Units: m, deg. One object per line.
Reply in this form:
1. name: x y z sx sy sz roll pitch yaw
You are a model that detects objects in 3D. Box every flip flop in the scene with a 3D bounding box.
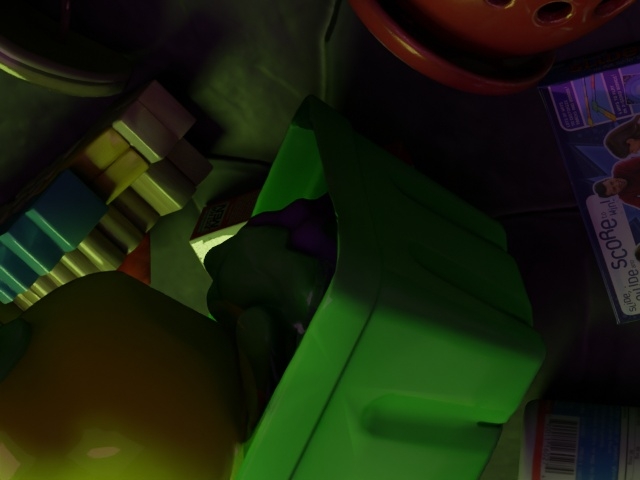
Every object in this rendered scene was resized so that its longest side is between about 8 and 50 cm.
1. flip flop: -0.235 -0.197 1.121 0.277 0.112 0.080 42 105 -9

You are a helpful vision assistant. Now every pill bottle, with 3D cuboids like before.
1. pill bottle: 0.259 0.188 1.241 0.222 0.124 0.124 5 122 8

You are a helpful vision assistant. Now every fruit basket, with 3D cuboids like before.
1. fruit basket: -0.082 0.102 1.083 0.392 0.283 0.392 -2 121 -4

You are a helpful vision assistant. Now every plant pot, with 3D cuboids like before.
1. plant pot: 0.112 -0.199 0.998 0.191 0.191 0.174 34 131 -11

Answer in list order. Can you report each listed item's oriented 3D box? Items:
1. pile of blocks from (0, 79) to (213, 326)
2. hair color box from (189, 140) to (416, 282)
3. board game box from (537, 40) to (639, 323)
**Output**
1. pile of blocks: -0.208 0.034 1.223 0.362 0.149 0.112 -38 108 28
2. hair color box: 0.000 0.000 1.218 0.167 0.053 0.093 -18 117 22
3. board game box: 0.245 -0.044 1.152 0.136 0.035 0.201 -13 118 18
